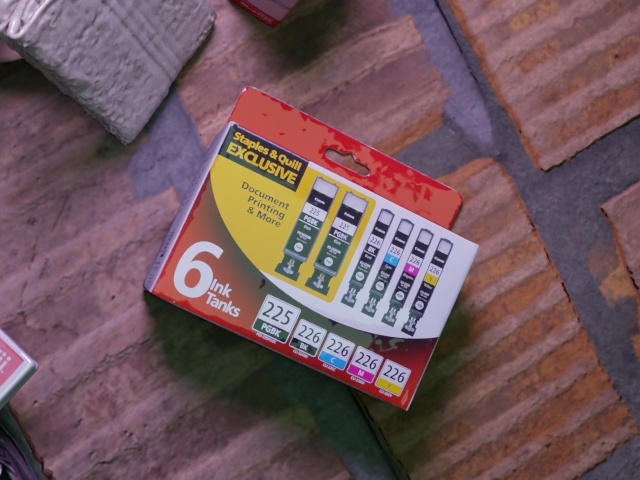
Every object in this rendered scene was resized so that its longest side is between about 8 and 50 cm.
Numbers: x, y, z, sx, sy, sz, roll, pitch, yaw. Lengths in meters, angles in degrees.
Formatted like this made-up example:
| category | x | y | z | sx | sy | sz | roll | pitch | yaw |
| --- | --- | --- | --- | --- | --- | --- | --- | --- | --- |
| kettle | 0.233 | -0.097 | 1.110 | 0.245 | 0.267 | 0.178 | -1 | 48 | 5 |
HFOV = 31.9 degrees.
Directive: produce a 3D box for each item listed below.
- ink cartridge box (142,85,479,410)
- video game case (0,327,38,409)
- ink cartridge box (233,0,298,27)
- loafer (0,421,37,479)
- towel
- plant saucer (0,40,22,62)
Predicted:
| category | x | y | z | sx | sy | sz | roll | pitch | yaw |
| --- | --- | --- | --- | --- | --- | --- | --- | --- | --- |
| ink cartridge box | 0.000 | 0.000 | 1.252 | 0.309 | 0.130 | 0.271 | 25 | 83 | -11 |
| video game case | -0.459 | 0.169 | 1.155 | 0.204 | 0.025 | 0.285 | 40 | 81 | 15 |
| ink cartridge box | -0.030 | -0.317 | 1.223 | 0.072 | 0.175 | 0.127 | 34 | 83 | -11 |
| loafer | -0.349 | 0.273 | 1.183 | 0.109 | 0.095 | 0.302 | -38 | 96 | -9 |
| towel | -0.211 | -0.225 | 1.148 | 0.049 | 0.282 | 0.187 | 31 | 82 | 22 |
| plant saucer | -0.353 | -0.321 | 1.152 | 0.278 | 0.041 | 0.277 | 6 | 115 | 12 |
